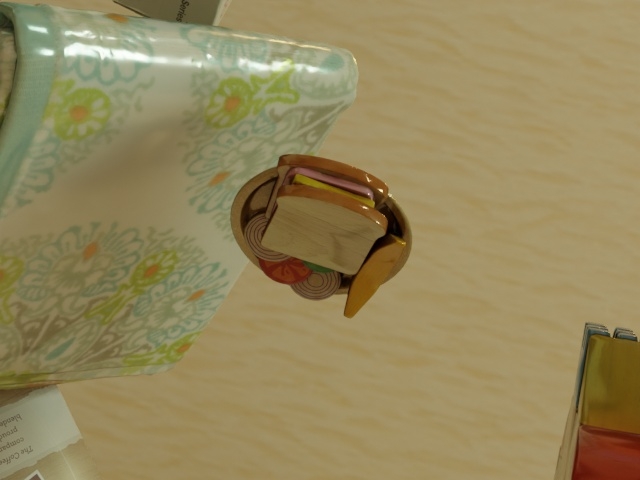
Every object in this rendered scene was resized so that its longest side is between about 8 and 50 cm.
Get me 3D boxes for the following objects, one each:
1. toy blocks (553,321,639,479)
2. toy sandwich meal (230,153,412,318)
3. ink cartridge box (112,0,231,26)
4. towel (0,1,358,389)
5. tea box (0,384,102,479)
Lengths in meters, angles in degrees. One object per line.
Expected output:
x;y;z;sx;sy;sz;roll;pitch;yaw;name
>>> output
0.191;0.170;0.827;0.381;0.191;0.261;-15;115;-81;toy blocks
0.000;0.000;0.575;0.085;0.085;0.029;92;9;-46;toy sandwich meal
-0.078;-0.290;1.123;0.154;0.093;0.212;119;-7;-56;ink cartridge box
-0.178;-0.020;1.102;0.320;0.090;0.374;-4;138;-46;towel
-0.406;0.299;1.296;0.329;0.323;0.220;-24;88;-40;tea box
